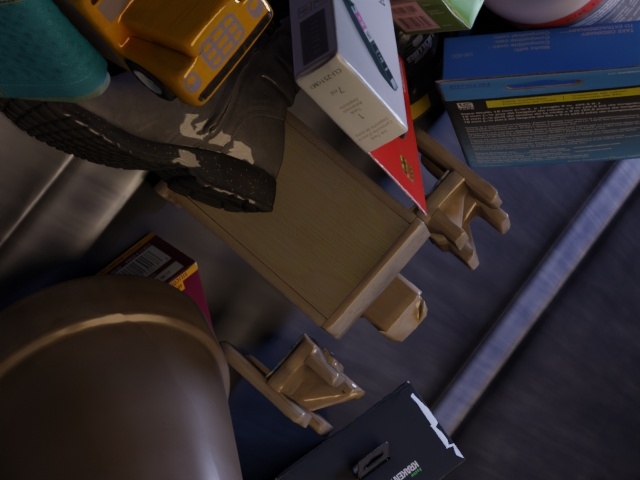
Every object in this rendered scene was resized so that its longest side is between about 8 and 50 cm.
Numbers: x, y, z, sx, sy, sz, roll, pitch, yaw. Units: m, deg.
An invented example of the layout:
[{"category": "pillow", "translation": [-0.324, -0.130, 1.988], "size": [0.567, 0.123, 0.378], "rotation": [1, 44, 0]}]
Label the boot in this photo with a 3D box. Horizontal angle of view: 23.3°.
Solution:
[{"category": "boot", "translation": [-0.159, -0.177, 1.562], "size": [0.338, 0.118, 0.222], "rotation": [22, 77, -40]}]

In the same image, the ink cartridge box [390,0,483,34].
[{"category": "ink cartridge box", "translation": [0.158, -0.339, 1.782], "size": [0.062, 0.109, 0.209], "rotation": [40, 67, -34]}]

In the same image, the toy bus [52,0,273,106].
[{"category": "toy bus", "translation": [-0.198, -0.234, 1.261], "size": [0.108, 0.333, 0.130], "rotation": [-51, 146, -10]}]

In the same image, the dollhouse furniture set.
[{"category": "dollhouse furniture set", "translation": [0.000, 0.000, 1.833], "size": [0.362, 0.256, 0.394], "rotation": [-48, 164, -1]}]

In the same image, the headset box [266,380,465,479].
[{"category": "headset box", "translation": [0.019, 0.331, 2.029], "size": [0.246, 0.131, 0.283], "rotation": [-32, 173, -32]}]

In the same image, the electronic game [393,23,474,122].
[{"category": "electronic game", "translation": [0.110, -0.238, 1.893], "size": [0.229, 0.048, 0.229], "rotation": [-31, 137, -33]}]

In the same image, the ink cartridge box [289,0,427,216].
[{"category": "ink cartridge box", "translation": [0.056, -0.193, 1.633], "size": [0.060, 0.275, 0.239], "rotation": [-30, 130, 23]}]

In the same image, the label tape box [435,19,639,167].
[{"category": "label tape box", "translation": [0.276, -0.189, 1.870], "size": [0.333, 0.241, 0.105], "rotation": [52, 36, -71]}]

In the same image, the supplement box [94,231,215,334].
[{"category": "supplement box", "translation": [-0.186, 0.099, 1.760], "size": [0.104, 0.081, 0.188], "rotation": [-39, 142, -26]}]

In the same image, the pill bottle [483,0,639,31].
[{"category": "pill bottle", "translation": [0.349, -0.327, 1.977], "size": [0.363, 0.210, 0.210], "rotation": [21, 99, -56]}]

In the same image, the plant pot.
[{"category": "plant pot", "translation": [-0.211, 0.244, 1.590], "size": [0.323, 0.280, 0.323], "rotation": [-16, 135, -17]}]

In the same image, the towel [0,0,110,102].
[{"category": "towel", "translation": [-0.347, -0.224, 1.161], "size": [0.370, 0.272, 0.040], "rotation": [56, 45, -52]}]
